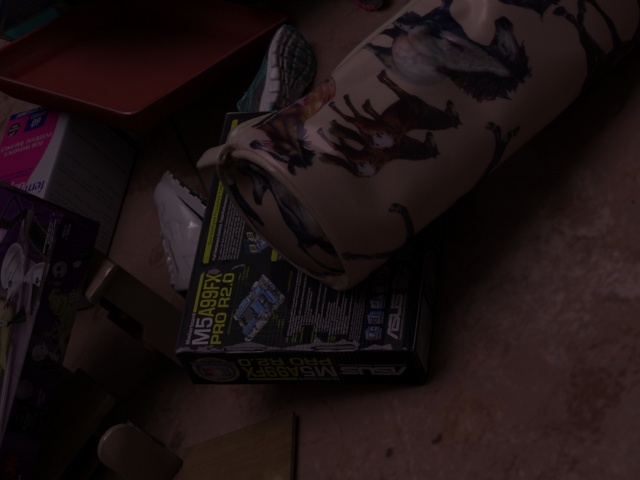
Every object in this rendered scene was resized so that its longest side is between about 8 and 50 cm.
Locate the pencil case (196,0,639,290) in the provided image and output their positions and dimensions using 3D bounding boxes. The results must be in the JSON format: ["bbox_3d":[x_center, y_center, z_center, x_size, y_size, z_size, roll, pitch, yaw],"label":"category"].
[{"bbox_3d":[0.098,-0.136,1.322,0.410,0.183,0.160,-41,3,-13],"label":"pencil case"}]

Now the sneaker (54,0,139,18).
[{"bbox_3d":[-0.254,-0.268,1.908,0.178,0.072,0.077,34,72,29],"label":"sneaker"}]

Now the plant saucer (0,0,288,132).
[{"bbox_3d":[-0.208,-0.201,1.721,0.259,0.048,0.258,18,40,35],"label":"plant saucer"}]

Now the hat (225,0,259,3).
[{"bbox_3d":[-0.076,-0.339,1.709,0.331,0.331,0.134,-27,84,25],"label":"hat"}]

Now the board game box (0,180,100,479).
[{"bbox_3d":[-0.319,0.124,1.482,0.208,0.056,0.347,20,95,56],"label":"board game box"}]

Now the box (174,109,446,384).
[{"bbox_3d":[0.000,0.000,1.403,0.216,0.060,0.270,-3,55,16],"label":"box"}]

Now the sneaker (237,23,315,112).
[{"bbox_3d":[-0.056,-0.156,1.641,0.076,0.065,0.166,-17,47,38],"label":"sneaker"}]

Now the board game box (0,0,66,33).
[{"bbox_3d":[-0.250,-0.380,1.774,0.308,0.086,0.302,-31,-2,-19],"label":"board game box"}]

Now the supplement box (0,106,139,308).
[{"bbox_3d":[-0.300,-0.036,1.729,0.111,0.114,0.220,-13,52,34],"label":"supplement box"}]

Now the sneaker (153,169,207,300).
[{"bbox_3d":[-0.121,0.010,1.551,0.095,0.090,0.235,-55,37,7],"label":"sneaker"}]

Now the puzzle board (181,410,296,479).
[{"bbox_3d":[-0.075,0.213,1.395,0.128,0.011,0.096,-23,47,29],"label":"puzzle board"}]

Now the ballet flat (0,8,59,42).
[{"bbox_3d":[-0.279,-0.405,2.023,0.409,0.147,0.147,-49,39,-5],"label":"ballet flat"}]

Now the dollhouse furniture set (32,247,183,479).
[{"bbox_3d":[-0.238,0.140,1.486,0.242,0.161,0.212,-54,39,-6],"label":"dollhouse furniture set"}]

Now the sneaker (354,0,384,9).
[{"bbox_3d":[0.043,-0.288,1.673,0.057,0.047,0.119,-40,40,-7],"label":"sneaker"}]
